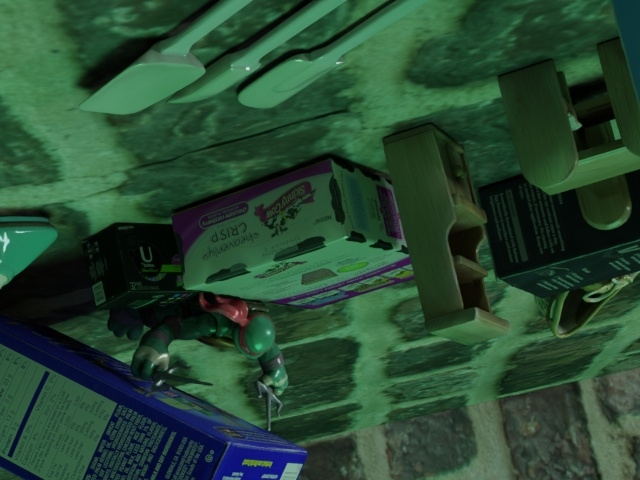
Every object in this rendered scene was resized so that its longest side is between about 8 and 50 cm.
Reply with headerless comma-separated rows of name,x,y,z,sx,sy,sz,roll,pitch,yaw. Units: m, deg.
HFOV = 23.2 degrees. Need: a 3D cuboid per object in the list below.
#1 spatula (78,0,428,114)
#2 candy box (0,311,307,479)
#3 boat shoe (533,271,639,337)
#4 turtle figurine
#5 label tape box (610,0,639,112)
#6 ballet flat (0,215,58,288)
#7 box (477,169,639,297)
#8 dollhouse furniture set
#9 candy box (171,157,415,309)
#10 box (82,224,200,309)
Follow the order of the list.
spatula,-0.022,-0.125,0.938,0.168,0.019,0.242,0,162,-41
candy box,-0.202,0.176,1.450,0.317,0.122,0.268,25,177,17
boat shoe,0.314,0.036,1.751,0.104,0.089,0.285,-10,166,-11
turtle figurine,-0.098,0.089,1.440,0.175,0.118,0.234,22,179,-32
label tape box,0.325,-0.112,0.807,0.347,0.249,0.115,-14,166,3
ballet flat,-0.308,0.031,1.166,0.247,0.087,0.083,-2,163,-38
box,0.252,-0.015,1.478,0.158,0.093,0.156,-16,166,20
dollhouse furniture set,0.191,-0.030,1.212,0.242,0.161,0.212,-17,166,18
candy box,0.000,0.000,1.356,0.159,0.071,0.233,-18,166,24
box,-0.151,0.023,1.331,0.083,0.062,0.052,0,161,-45
